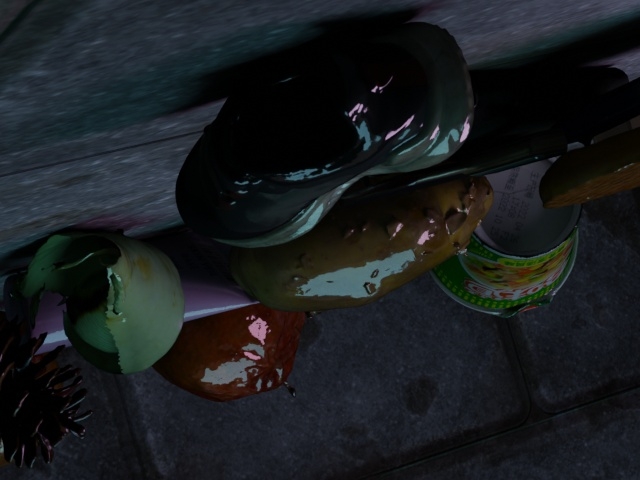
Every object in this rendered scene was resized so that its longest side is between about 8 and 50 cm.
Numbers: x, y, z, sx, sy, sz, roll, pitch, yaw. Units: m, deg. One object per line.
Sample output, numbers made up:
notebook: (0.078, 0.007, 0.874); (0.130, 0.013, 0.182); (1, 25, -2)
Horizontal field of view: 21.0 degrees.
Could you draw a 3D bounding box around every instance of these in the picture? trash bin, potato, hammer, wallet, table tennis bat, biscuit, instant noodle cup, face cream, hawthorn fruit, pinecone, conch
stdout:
trash bin: (0.376, -0.136, 2.121); (0.061, 0.043, 0.092); (-19, 175, 36)
potato: (0.045, -0.005, 1.851); (0.296, 0.141, 0.191); (-19, -177, 2)
hammer: (0.276, -0.123, 1.428); (0.194, 0.069, 0.116); (-26, 173, 25)
wallet: (0.131, -0.101, 1.472); (0.172, 0.045, 0.318); (-20, 174, 31)
table tennis bat: (0.122, -0.060, 1.504); (0.173, 0.022, 0.301); (-14, 179, -23)
biscuit: (0.296, -0.082, 1.392); (0.262, 0.037, 0.262); (-18, 175, -2)
instant noodle cup: (0.230, -0.026, 2.077); (0.207, 0.207, 0.233); (-16, 169, -5)
face cream: (-0.204, 0.054, 1.899); (0.274, 0.096, 0.154); (-14, -144, -26)
hawthorn fruit: (-0.099, 0.110, 2.061); (0.207, 0.243, 0.207); (-28, -143, 23)
pinecone: (-0.313, 0.160, 1.754); (0.165, 0.163, 0.163); (22, 173, -4)
conch: (-0.225, 0.052, 1.686); (0.137, 0.143, 0.250); (-55, 158, 2)

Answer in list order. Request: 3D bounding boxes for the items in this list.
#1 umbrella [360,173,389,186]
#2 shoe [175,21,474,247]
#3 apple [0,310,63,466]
umbrella: (0.027, -0.063, 1.668); (0.044, 0.044, 0.269); (20, 165, -15)
shoe: (-0.021, -0.063, 1.016); (0.227, 0.099, 0.112); (-23, 166, 36)
apple: (-0.446, 0.195, 2.277); (0.211, 0.211, 0.188); (-17, -157, 20)
